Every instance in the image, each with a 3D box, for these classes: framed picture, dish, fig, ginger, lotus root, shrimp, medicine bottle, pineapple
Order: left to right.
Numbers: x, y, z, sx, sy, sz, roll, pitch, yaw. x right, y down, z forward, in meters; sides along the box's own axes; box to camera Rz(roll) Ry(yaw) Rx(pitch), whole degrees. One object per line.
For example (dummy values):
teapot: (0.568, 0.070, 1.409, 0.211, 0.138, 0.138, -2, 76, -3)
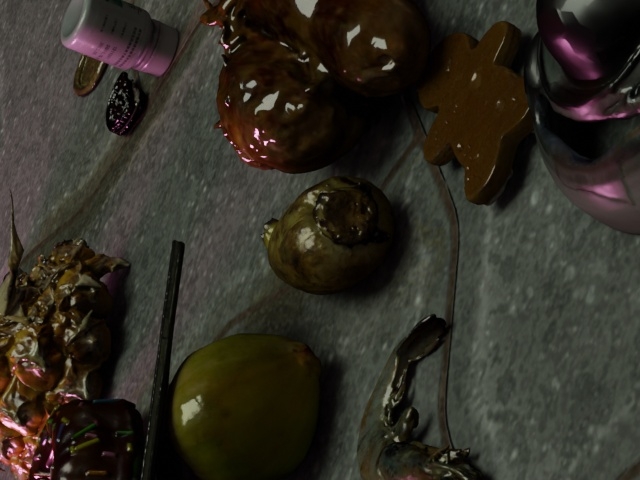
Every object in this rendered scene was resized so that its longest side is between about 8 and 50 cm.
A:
pineapple: (-0.331, 0.132, 2.084, 0.161, 0.158, 0.334, 22, 90, 63)
medicine bottle: (-0.247, -0.254, 2.234, 0.080, 0.130, 0.080, -40, 40, 45)
framed picture: (-0.158, 0.190, 1.718, 0.347, 0.016, 0.265, 104, 172, -63)
fig: (-0.070, 0.150, 1.604, 0.121, 0.136, 0.153, -10, 47, 42)
ginger: (-0.028, -0.222, 1.754, 0.254, 0.176, 0.418, -49, 37, 27)
lotus root: (0.000, 0.000, 1.641, 0.108, 0.094, 0.191, -43, 7, -22)
shrimp: (0.085, 0.132, 1.445, 0.195, 0.035, 0.147, 0, 69, 64)
dish: (0.215, -0.152, 1.289, 0.273, 0.134, 0.273, -43, 37, 44)

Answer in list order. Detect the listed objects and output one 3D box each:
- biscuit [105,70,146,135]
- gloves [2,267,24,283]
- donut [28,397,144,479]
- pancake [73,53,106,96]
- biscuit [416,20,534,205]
biscuit: (-0.246, -0.175, 2.292, 0.087, 0.027, 0.089, -25, 49, 55)
gloves: (-0.433, 0.124, 2.366, 0.142, 0.119, 0.285, -32, 30, 3)
donut: (-0.256, 0.271, 1.888, 0.216, 0.096, 0.230, 162, 124, -71)
pancake: (-0.311, -0.250, 2.487, 0.115, 0.011, 0.115, -43, 35, 40)
biscuit: (0.134, -0.118, 1.527, 0.138, 0.031, 0.205, -62, 28, 14)
